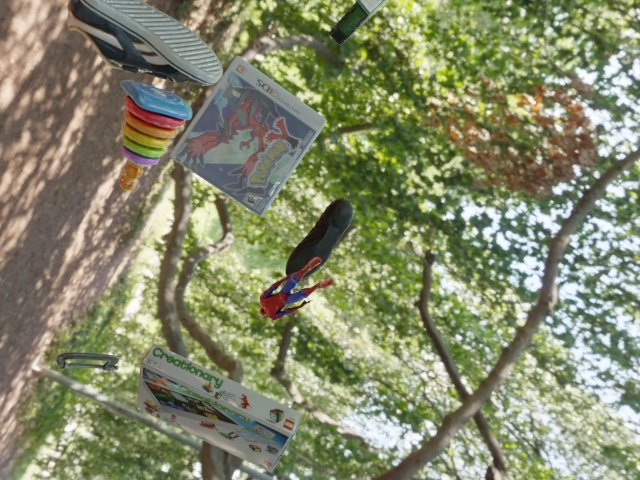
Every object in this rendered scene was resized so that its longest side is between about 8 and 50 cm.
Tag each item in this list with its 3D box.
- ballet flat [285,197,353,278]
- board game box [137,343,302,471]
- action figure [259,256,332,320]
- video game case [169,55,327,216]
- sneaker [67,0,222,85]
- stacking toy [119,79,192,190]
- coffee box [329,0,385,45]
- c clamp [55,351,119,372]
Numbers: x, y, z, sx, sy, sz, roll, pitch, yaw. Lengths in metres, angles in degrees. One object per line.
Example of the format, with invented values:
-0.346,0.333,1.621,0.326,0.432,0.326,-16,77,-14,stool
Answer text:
0.000,0.000,0.931,0.173,0.057,0.049,-51,-169,6,ballet flat
-0.203,0.328,1.027,0.193,0.305,0.053,114,2,-45,board game box
-0.031,0.055,0.549,0.115,0.038,0.030,-36,175,42,action figure
-0.119,-0.171,0.892,0.201,0.183,0.023,-56,-170,2,video game case
-0.369,-0.414,1.129,0.127,0.321,0.126,-38,-146,37,sneaker
-0.488,-0.268,1.469,0.175,0.166,0.302,44,-64,39,stacking toy
0.104,-0.493,1.112,0.184,0.040,0.113,-53,-166,-32,coffee box
-0.555,0.296,1.276,0.137,0.161,0.022,-32,-127,40,c clamp
